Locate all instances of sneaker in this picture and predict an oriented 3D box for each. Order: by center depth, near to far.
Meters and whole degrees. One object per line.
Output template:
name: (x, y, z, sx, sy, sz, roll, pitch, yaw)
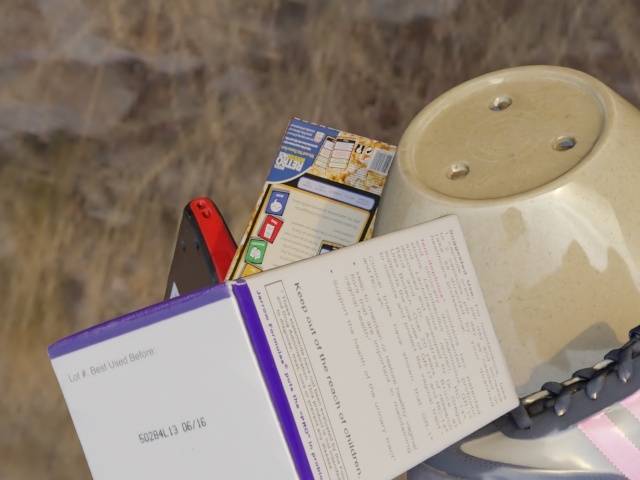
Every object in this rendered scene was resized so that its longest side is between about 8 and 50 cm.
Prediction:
sneaker: (0.204, 0.090, 1.107, 0.319, 0.131, 0.112, -10, -163, -9)

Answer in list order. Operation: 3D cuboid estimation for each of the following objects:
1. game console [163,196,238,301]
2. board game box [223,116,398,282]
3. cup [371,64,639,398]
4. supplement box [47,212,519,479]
game console: (-0.088, 0.186, 1.856, 0.060, 0.342, 0.386, -13, 152, -20)
board game box: (0.000, 0.000, 1.538, 0.146, 0.194, 0.045, 20, 175, 42)
cup: (0.171, 0.006, 1.360, 0.331, 0.331, 0.237, 0, 132, 26)
supplement box: (-0.009, 0.066, 0.851, 0.111, 0.114, 0.220, -20, 180, 32)
